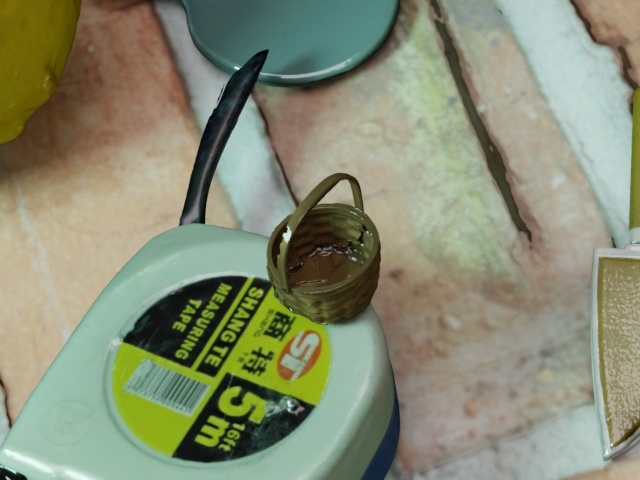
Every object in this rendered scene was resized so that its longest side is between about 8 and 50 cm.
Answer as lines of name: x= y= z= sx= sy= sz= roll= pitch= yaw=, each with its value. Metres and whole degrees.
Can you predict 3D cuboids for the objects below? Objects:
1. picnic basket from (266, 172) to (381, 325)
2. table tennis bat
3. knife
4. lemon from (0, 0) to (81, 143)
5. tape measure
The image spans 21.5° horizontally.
picnic basket: x=0.000 y=0.000 z=0.950 sx=0.072 sy=0.083 sz=0.072 roll=-3 pitch=52 yaw=4
table tennis bat: x=-0.060 y=-0.180 z=1.197 sx=0.237 sy=0.038 sz=0.149 roll=12 pitch=65 yaw=12
knife: x=0.192 y=0.016 z=1.044 sx=0.046 sy=0.022 sz=0.256 roll=5 pitch=66 yaw=5
lemon: x=-0.299 y=-0.156 z=1.102 sx=0.284 sy=0.260 sz=0.260 roll=-45 pitch=59 yaw=14
tape measure: x=-0.034 y=0.044 z=1.032 sx=0.215 sy=0.098 sz=0.351 roll=18 pitch=60 yaw=21
